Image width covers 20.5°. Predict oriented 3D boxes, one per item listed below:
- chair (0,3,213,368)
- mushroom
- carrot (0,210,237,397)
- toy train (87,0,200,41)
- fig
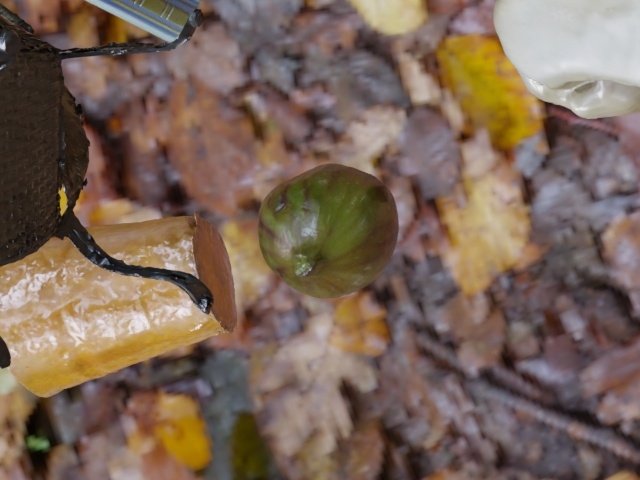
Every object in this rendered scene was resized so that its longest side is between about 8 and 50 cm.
[{"bbox_3d":[-0.163,-0.054,0.842,0.213,0.174,0.149,23,117,40],"label":"chair"},{"bbox_3d":[0.349,-0.228,1.423,0.397,0.314,0.224,5,138,31],"label":"mushroom"},{"bbox_3d":[-0.227,0.049,1.938,0.254,0.196,0.196,-18,88,15],"label":"carrot"},{"bbox_3d":[-0.206,-0.224,1.357,0.055,0.252,0.048,-54,38,17],"label":"toy train"},{"bbox_3d":[0.000,0.000,1.319,0.103,0.155,0.109,45,117,-4],"label":"fig"}]
